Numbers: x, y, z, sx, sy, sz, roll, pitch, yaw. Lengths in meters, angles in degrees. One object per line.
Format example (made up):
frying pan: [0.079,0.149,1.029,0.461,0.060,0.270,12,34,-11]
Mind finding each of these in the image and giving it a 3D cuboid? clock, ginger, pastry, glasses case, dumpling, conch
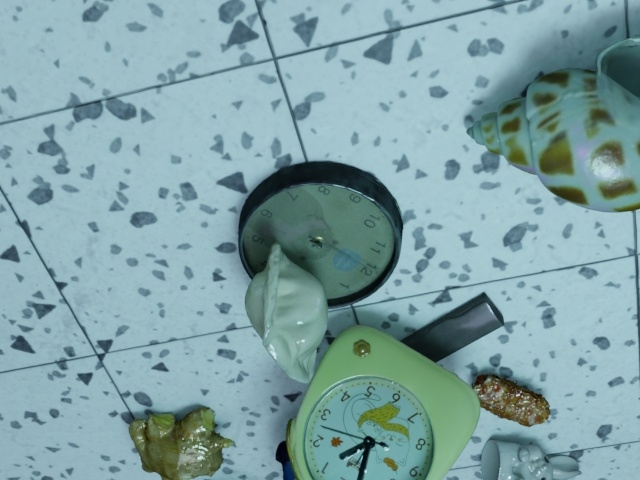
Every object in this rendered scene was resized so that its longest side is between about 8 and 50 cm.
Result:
clock: [0.086,0.347,1.452,0.286,0.117,0.348,31,81,11]
ginger: [-0.272,0.410,1.669,0.216,0.102,0.157,-7,100,12]
clock: [0.000,0.000,1.385,0.280,0.055,0.281,1,127,1]
pastry: [0.361,0.302,1.606,0.169,0.063,0.087,28,114,-13]
glasses case: [0.239,0.169,1.520,0.190,0.042,0.072,-33,112,23]
dumpling: [-0.052,0.137,1.342,0.131,0.179,0.252,-8,125,7]
conch: [0.403,-0.165,1.173,0.367,0.197,0.250,7,89,0]

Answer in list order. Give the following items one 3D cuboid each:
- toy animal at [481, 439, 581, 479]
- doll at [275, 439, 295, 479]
toy animal: [0.449,0.475,1.696,0.220,0.104,0.131,13,155,-10]
doll: [0.057,0.477,1.638,0.284,0.240,0.310,6,156,44]
